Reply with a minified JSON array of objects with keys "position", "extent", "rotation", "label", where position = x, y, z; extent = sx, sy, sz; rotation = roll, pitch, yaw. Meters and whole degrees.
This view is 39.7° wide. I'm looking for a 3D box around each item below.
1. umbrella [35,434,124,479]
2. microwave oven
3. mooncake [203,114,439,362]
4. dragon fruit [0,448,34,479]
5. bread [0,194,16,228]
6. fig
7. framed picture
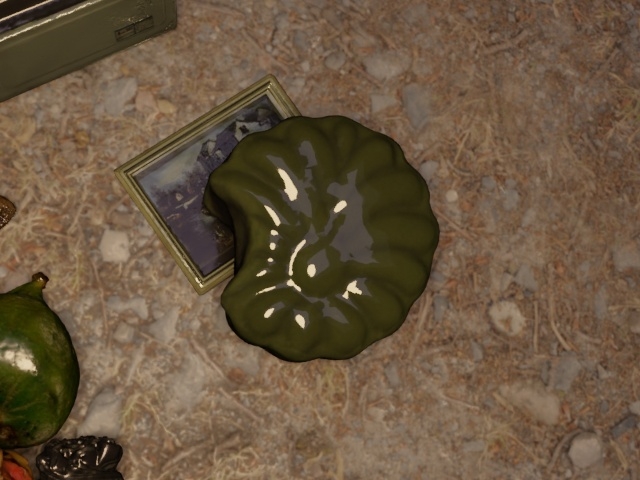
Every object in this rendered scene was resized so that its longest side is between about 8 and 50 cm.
[{"position":[-0.311,0.424,1.146],"extent":[0.128,0.154,0.336],"rotation":[-5,77,28],"label":"umbrella"},{"position":[-0.369,-0.353,1.228],"extent":[0.295,0.237,0.181],"rotation":[-26,85,-11],"label":"microwave oven"},{"position":[0.000,0.000,1.256],"extent":[0.352,0.187,0.351],"rotation":[2,82,-15],"label":"mooncake"},{"position":[-0.440,0.325,1.012],"extent":[0.296,0.314,0.262],"rotation":[-3,53,12],"label":"dragon fruit"},{"position":[-0.484,-0.022,1.232],"extent":[0.082,0.060,0.113],"rotation":[27,77,-9],"label":"bread"},{"position":[-0.413,0.145,1.186],"extent":[0.203,0.235,0.203],"rotation":[-1,122,-1],"label":"fig"},{"position":[-0.125,-0.091,1.342],"extent":[0.296,0.019,0.232],"rotation":[-35,89,-16],"label":"framed picture"}]
